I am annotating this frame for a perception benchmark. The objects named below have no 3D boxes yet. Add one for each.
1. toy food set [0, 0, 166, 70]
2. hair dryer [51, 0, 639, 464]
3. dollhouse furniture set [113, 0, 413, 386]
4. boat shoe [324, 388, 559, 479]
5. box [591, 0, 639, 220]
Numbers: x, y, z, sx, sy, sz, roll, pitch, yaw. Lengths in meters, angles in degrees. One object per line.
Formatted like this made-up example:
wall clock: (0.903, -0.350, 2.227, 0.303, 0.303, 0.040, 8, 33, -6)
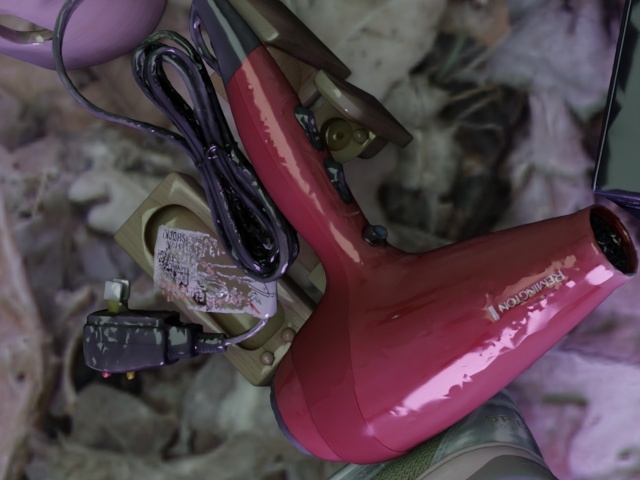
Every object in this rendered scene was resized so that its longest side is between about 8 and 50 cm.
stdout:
toy food set: (-0.145, -0.249, 0.936, 0.092, 0.220, 0.306, 5, 88, 17)
hair dryer: (0.000, 0.000, 0.861, 0.294, 0.080, 0.223, 11, 119, 20)
dollhouse furniture set: (-0.041, -0.029, 0.939, 0.144, 0.123, 0.151, 46, 99, 15)
boat shoe: (-0.017, 0.193, 0.934, 0.320, 0.103, 0.118, -41, 121, 13)
box: (0.205, -0.131, 0.842, 0.103, 0.184, 0.261, 11, 89, 15)
